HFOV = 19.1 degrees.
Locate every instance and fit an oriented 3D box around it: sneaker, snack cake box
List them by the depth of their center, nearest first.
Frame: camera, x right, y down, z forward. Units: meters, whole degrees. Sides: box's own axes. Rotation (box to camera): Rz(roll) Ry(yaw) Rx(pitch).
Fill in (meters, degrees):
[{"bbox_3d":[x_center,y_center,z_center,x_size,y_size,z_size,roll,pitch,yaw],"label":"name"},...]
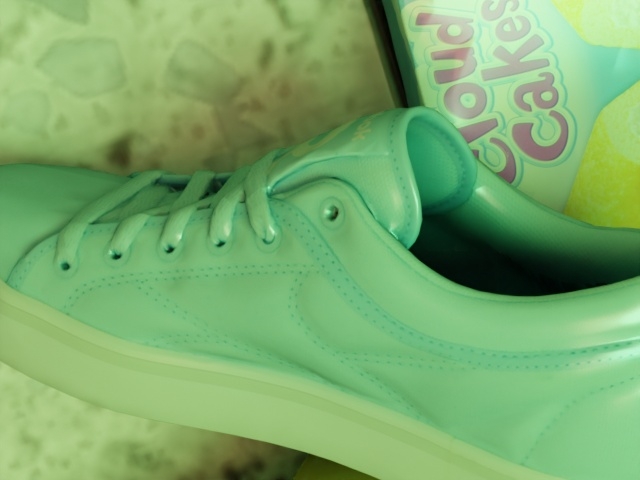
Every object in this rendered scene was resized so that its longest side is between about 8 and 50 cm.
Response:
[{"bbox_3d":[0.000,0.000,0.788,0.365,0.135,0.150,15,117,16],"label":"sneaker"},{"bbox_3d":[0.115,-0.069,0.849,0.152,0.089,0.264,-16,109,-1],"label":"snack cake box"}]

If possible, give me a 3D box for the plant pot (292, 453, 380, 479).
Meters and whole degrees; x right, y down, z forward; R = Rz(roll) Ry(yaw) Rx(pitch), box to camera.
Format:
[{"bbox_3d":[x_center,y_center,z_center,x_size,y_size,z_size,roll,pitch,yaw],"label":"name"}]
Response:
[{"bbox_3d":[-0.020,0.221,0.864,0.239,0.254,0.254,-9,110,14],"label":"plant pot"}]
